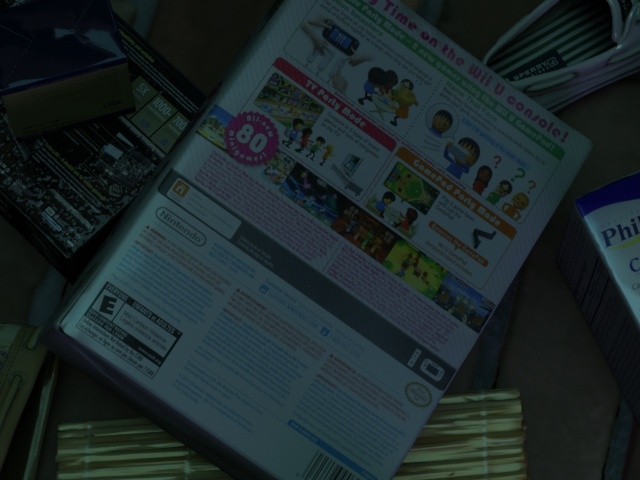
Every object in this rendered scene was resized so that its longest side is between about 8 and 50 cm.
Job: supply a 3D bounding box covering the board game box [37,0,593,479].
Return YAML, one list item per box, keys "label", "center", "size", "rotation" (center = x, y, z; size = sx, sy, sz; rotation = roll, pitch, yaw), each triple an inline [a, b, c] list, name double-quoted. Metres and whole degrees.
- label: "board game box"
  center: [0.000, 0.000, 1.141]
  size: [0.224, 0.097, 0.303]
  rotation: [36, 73, -7]

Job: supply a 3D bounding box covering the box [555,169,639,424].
- label: "box"
  center: [0.217, 0.038, 1.156]
  size: [0.072, 0.126, 0.137]
  rotation: [-24, 72, -6]

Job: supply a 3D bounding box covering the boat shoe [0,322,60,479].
- label: "boat shoe"
  center: [-0.215, 0.183, 1.119]
  size: [0.089, 0.104, 0.285]
  rotation: [-2, 70, 3]

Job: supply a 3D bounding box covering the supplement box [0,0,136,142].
- label: "supplement box"
  center: [-0.168, -0.113, 1.151]
  size: [0.083, 0.083, 0.056]
  rotation: [-16, 71, -6]

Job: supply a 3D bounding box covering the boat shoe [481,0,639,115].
- label: "boat shoe"
  center: [0.202, -0.152, 1.250]
  size: [0.226, 0.076, 0.083]
  rotation: [-39, 75, -12]

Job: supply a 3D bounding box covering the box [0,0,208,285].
- label: "box"
  center: [-0.176, -0.082, 1.226]
  size: [0.180, 0.077, 0.147]
  rotation: [42, 75, 13]

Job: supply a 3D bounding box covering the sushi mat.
- label: "sushi mat"
  center: [-0.014, 0.179, 1.164]
  size: [0.316, 0.019, 0.151]
  rotation: [-4, 70, -1]
